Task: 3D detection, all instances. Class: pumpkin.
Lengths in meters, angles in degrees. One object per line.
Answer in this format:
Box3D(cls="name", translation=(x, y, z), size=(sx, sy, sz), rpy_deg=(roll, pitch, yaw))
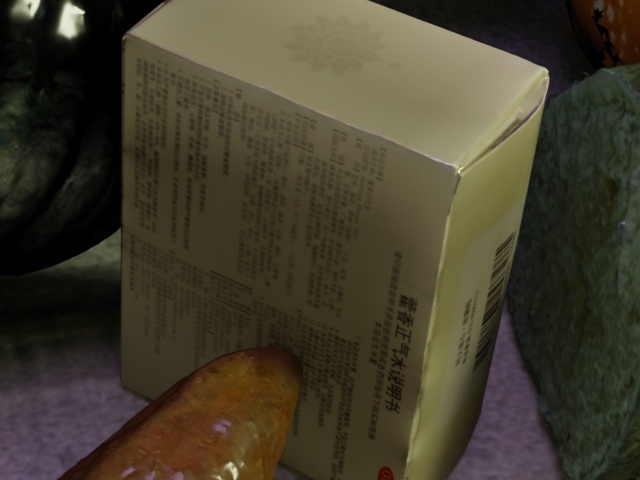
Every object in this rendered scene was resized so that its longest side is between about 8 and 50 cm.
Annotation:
Box3D(cls="pumpkin", translation=(-0.212, -0.069, 0.840), size=(0.295, 0.296, 0.296), rpy_deg=(3, 41, -3))

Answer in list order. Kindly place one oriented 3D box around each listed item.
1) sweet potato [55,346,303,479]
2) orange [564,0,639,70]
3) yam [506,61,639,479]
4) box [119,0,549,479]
Box3D(cls="sweet potato", translation=(-0.085, 0.134, 0.705), size=(0.097, 0.097, 0.252), rpy_deg=(23, 53, 19))
Box3D(cls="orange", translation=(0.262, -0.161, 1.042), size=(0.234, 0.182, 0.234), rpy_deg=(-4, 48, 5))
Box3D(cls="yam", translation=(0.245, -0.004, 0.849), size=(0.271, 0.201, 0.202), rpy_deg=(-1, 42, -18))
Box3D(cls="box", translation=(0.000, 0.000, 0.789), size=(0.168, 0.212, 0.095), rpy_deg=(25, 43, 21))
